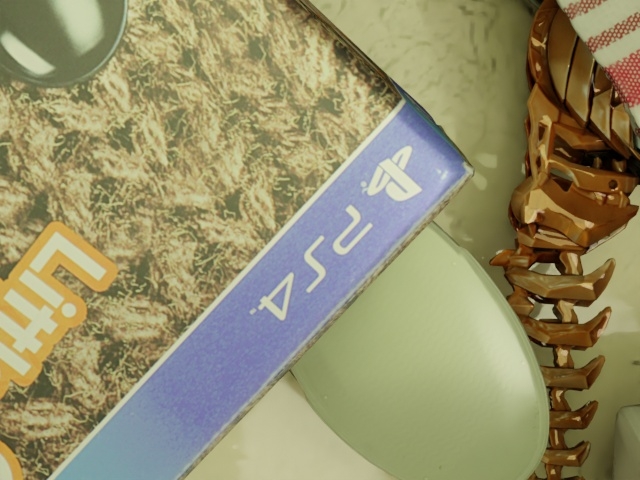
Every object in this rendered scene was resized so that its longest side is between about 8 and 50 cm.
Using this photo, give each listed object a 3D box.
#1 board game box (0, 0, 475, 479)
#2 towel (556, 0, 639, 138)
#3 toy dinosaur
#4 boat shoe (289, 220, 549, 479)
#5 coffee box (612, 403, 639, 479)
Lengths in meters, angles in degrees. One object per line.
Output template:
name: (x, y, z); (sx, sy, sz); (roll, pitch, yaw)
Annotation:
board game box: (-0.140, -0.043, 0.545); (0.291, 0.141, 0.232); (42, 96, -6)
towel: (0.129, -0.141, 0.622); (0.144, 0.029, 0.197); (-31, 63, 8)
toy dinosaur: (0.153, -0.062, 0.679); (0.218, 0.164, 0.322); (22, 108, 7)
boat shoe: (-0.001, 0.000, 0.664); (0.079, 0.081, 0.227); (-45, 87, 7)
coffee box: (0.288, 0.255, 0.545); (0.338, 0.334, 0.338); (-4, 112, -8)
